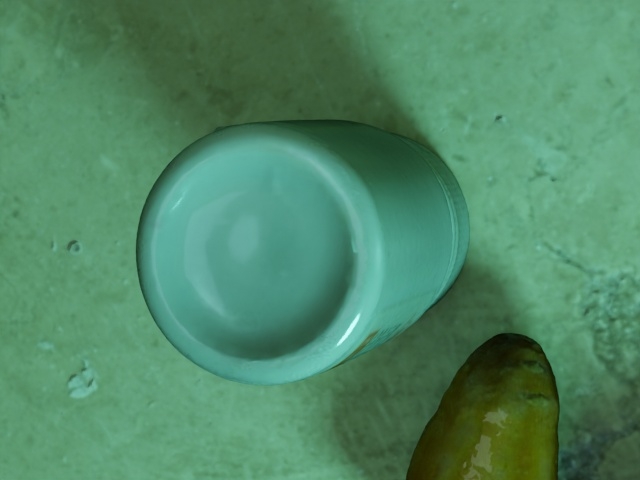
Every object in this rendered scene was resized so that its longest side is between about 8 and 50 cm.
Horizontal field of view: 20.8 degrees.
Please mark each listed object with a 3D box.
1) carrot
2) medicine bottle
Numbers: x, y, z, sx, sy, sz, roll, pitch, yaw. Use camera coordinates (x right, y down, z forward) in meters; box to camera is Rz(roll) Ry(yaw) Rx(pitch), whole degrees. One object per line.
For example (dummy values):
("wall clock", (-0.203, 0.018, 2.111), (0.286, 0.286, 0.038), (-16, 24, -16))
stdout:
("carrot", (0.151, 0.194, 1.591), (0.159, 0.159, 0.225), (13, 96, 16))
("medicine bottle", (0.000, 0.000, 1.508), (0.211, 0.371, 0.211), (1, 94, 16))
